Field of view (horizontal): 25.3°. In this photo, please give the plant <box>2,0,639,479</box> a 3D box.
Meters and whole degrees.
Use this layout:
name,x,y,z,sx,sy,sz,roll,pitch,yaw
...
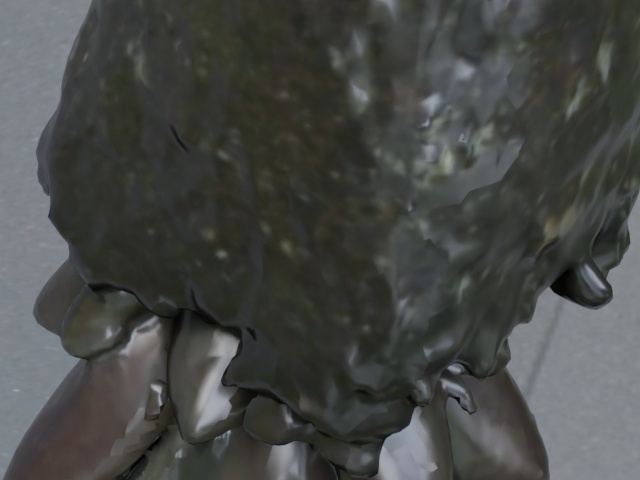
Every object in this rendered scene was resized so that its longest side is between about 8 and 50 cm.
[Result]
name,x,y,z,sx,sy,sz,roll,pitch,yaw
plant,0.000,0.000,0.482,0.194,0.181,0.321,-25,136,-43
